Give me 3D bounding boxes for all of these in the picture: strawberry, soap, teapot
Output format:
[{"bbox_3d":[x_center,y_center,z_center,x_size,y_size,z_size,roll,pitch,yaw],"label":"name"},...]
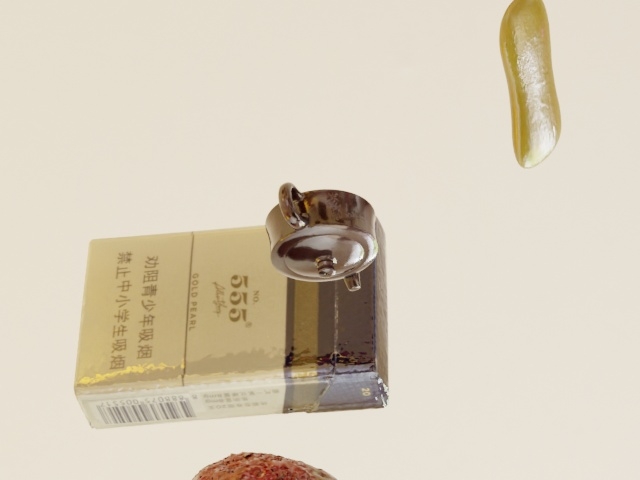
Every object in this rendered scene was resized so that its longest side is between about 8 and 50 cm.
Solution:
[{"bbox_3d":[-0.033,0.171,1.081,0.106,0.106,0.106,-6,-77,-29],"label":"strawberry"},{"bbox_3d":[0.094,-0.070,0.789,0.034,0.012,0.089,-43,-44,-30],"label":"soap"},{"bbox_3d":[0.000,0.000,1.069,0.068,0.045,0.100,-21,-36,18],"label":"teapot"}]

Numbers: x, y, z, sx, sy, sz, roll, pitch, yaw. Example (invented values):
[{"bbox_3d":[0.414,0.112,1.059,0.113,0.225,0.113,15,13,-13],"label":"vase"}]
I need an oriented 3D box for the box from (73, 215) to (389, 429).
[{"bbox_3d":[-0.071,0.068,1.491,0.259,0.168,0.071,-4,-36,7],"label":"box"}]
